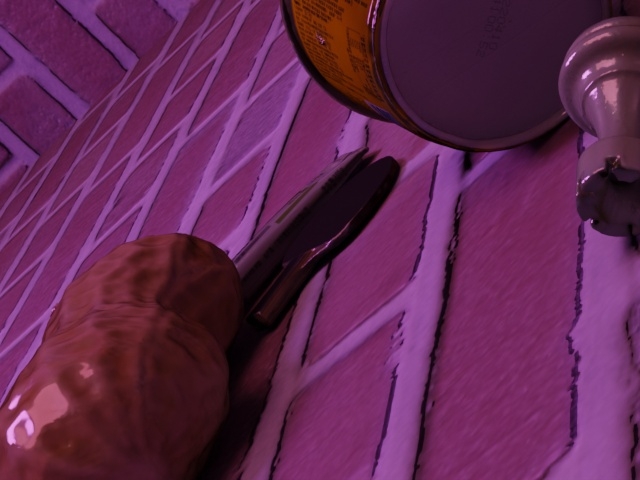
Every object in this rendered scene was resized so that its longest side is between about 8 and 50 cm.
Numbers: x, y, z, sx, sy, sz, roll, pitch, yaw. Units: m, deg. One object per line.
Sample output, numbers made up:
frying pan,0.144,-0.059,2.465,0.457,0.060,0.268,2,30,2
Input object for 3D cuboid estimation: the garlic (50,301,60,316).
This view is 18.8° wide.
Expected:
garlic,-0.162,0.092,1.381,0.113,0.074,0.094,-42,48,43

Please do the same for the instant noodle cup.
instant noodle cup,0.079,-0.134,1.108,0.182,0.182,0.144,-46,23,5

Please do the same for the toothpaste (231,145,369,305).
toothpaste,-0.035,0.004,1.344,0.197,0.029,0.048,-49,13,-22

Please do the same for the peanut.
peanut,-0.112,0.079,1.173,0.136,0.120,0.298,-18,20,13

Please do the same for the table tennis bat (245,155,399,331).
table tennis bat,0.000,0.000,1.276,0.095,0.014,0.158,-26,23,55

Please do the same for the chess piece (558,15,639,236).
chess piece,0.140,-0.049,0.889,0.067,0.067,0.103,-37,25,36
